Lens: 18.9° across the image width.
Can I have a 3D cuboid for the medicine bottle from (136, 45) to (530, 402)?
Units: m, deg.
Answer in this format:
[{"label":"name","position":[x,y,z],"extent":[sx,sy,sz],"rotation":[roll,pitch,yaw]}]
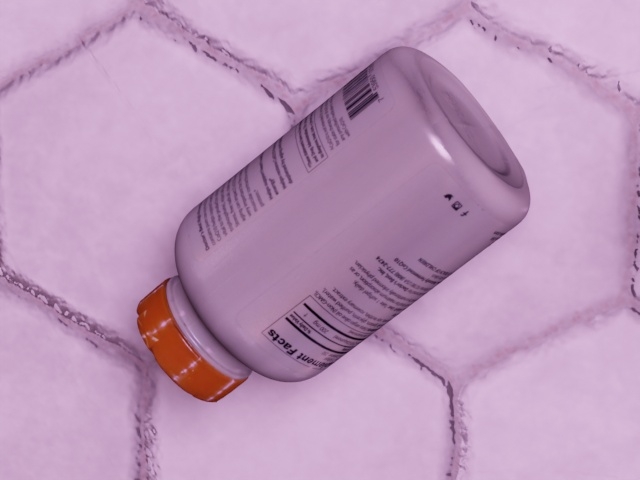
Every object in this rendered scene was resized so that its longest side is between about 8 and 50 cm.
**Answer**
[{"label":"medicine bottle","position":[0.000,0.000,1.417],"extent":[0.289,0.157,0.157],"rotation":[-38,95,18]}]
